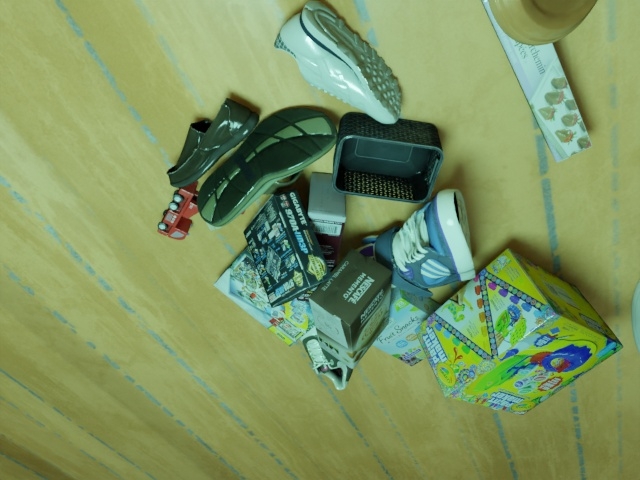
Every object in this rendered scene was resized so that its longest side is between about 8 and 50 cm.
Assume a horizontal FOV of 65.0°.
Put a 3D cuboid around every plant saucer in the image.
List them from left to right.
[{"bbox_3d":[0.311,-0.363,0.662,0.200,0.037,0.200,-10,117,-20],"label":"plant saucer"}]

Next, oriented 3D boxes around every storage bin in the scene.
[{"bbox_3d":[0.116,-0.147,0.899,0.180,0.084,0.122,8,132,-3],"label":"storage bin"}]

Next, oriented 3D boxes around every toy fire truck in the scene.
[{"bbox_3d":[-0.237,-0.060,1.021,0.135,0.047,0.192,27,128,-19],"label":"toy fire truck"}]

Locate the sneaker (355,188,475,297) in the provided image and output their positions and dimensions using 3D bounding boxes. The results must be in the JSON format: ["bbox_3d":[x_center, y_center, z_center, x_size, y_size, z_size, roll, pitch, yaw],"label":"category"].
[{"bbox_3d":[0.166,0.017,0.962,0.236,0.130,0.323,-8,158,17],"label":"sneaker"}]

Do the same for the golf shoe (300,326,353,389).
[{"bbox_3d":[0.006,0.258,1.249,0.105,0.120,0.273,-25,125,25],"label":"golf shoe"}]

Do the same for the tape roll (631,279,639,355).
[{"bbox_3d":[0.794,0.176,1.045,0.169,0.246,0.246,-1,132,5],"label":"tape roll"}]

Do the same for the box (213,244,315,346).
[{"bbox_3d":[-0.104,0.119,1.131,0.233,0.044,0.159,41,122,-8],"label":"box"}]

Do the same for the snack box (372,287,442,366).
[{"bbox_3d":[0.208,0.206,1.221,0.207,0.070,0.174,32,126,-21],"label":"snack box"}]

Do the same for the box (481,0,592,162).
[{"bbox_3d":[0.343,-0.265,0.792,0.063,0.067,0.324,-26,126,24],"label":"box"}]

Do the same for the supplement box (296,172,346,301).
[{"bbox_3d":[0.000,0.000,1.007,0.073,0.130,0.239,7,133,-3],"label":"supplement box"}]

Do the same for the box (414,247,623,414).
[{"bbox_3d":[0.418,0.208,1.078,0.290,0.177,0.279,22,122,-34],"label":"box"}]

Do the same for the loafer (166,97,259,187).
[{"bbox_3d":[-0.207,-0.179,0.902,0.220,0.080,0.078,-35,112,23],"label":"loafer"}]

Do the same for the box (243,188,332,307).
[{"bbox_3d":[-0.072,0.023,0.958,0.051,0.175,0.220,-18,170,-27],"label":"box"}]

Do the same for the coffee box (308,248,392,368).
[{"bbox_3d":[0.066,0.147,1.032,0.098,0.141,0.246,32,157,23],"label":"coffee box"}]

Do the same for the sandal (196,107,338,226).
[{"bbox_3d":[-0.098,-0.131,0.916,0.302,0.120,0.086,-33,156,20],"label":"sandal"}]

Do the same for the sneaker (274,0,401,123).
[{"bbox_3d":[0.036,-0.268,0.806,0.235,0.090,0.095,40,136,-24],"label":"sneaker"}]
